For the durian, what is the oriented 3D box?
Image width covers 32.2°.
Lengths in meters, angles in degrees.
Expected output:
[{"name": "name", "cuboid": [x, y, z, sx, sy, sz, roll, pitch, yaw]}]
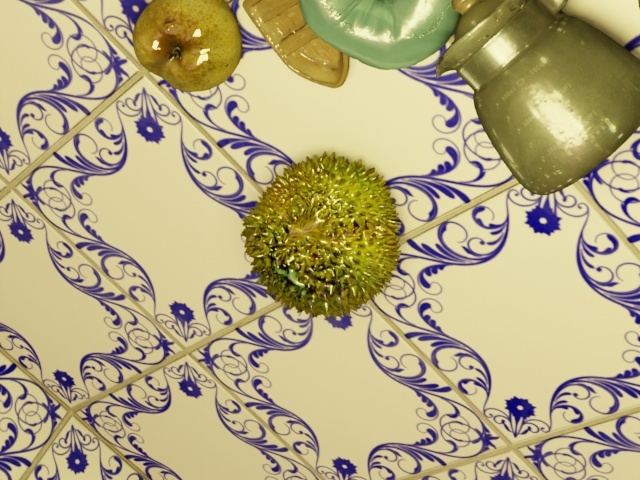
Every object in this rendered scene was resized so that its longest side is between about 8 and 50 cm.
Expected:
[{"name": "durian", "cuboid": [-0.003, 0.002, 1.824, 0.291, 0.224, 0.291, 16, 128, 22]}]

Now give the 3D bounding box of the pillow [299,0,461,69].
[{"name": "pillow", "cuboid": [0.085, -0.345, 1.540, 0.233, 0.086, 0.214, 24, 120, -4]}]

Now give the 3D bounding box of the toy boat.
[{"name": "toy boat", "cuboid": [-0.016, -0.315, 1.659, 0.116, 0.061, 0.188, -22, 117, 39]}]

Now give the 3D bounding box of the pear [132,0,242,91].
[{"name": "pear", "cuboid": [-0.201, -0.308, 1.709, 0.167, 0.136, 0.167, 4, 117, 9]}]

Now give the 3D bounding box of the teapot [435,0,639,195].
[{"name": "teapot", "cuboid": [0.298, -0.244, 1.450, 0.285, 0.223, 0.305, 45, 138, -5]}]

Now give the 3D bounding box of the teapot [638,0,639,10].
[{"name": "teapot", "cuboid": [0.426, -0.403, 1.201, 0.200, 0.270, 0.337, -21, 143, 6]}]
